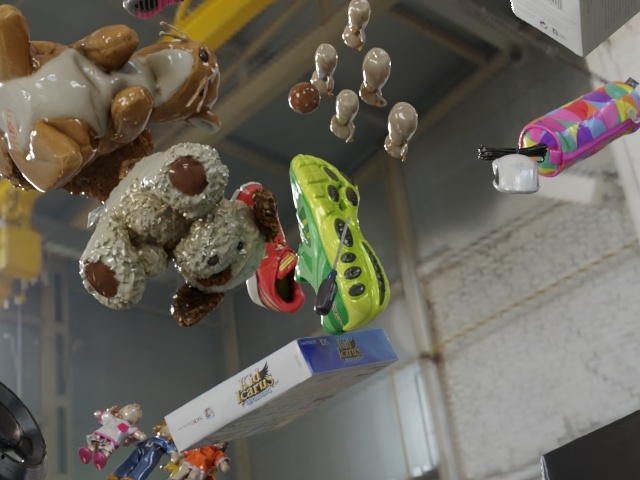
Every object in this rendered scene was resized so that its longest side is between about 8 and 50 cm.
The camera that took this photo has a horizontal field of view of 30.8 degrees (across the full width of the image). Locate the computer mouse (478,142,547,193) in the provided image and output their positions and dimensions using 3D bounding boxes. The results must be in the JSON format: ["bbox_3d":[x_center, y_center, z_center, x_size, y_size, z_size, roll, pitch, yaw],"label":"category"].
[{"bbox_3d":[0.289,-0.113,1.707,0.106,0.193,0.042,3,-71,3],"label":"computer mouse"}]

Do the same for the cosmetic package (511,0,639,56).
[{"bbox_3d":[0.386,-0.399,1.675,0.184,0.151,0.151,-39,-35,-12],"label":"cosmetic package"}]

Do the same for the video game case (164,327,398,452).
[{"bbox_3d":[-0.051,0.211,1.668,0.244,0.061,0.269,-34,-16,24],"label":"video game case"}]

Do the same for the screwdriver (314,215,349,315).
[{"bbox_3d":[0.022,0.030,1.480,0.025,0.170,0.024,28,-43,-5],"label":"screwdriver"}]

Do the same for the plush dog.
[{"bbox_3d":[-0.182,-0.013,1.618,0.225,0.210,0.262,35,-77,-23],"label":"plush dog"}]

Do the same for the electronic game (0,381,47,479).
[{"bbox_3d":[-0.518,0.298,1.851,0.048,0.229,0.229,-38,-36,7],"label":"electronic game"}]

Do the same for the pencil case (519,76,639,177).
[{"bbox_3d":[0.433,-0.185,1.903,0.236,0.104,0.104,-28,-20,-30],"label":"pencil case"}]

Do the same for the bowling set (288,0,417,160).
[{"bbox_3d":[0.033,-0.264,2.021,0.200,0.287,0.154,-15,-18,-9],"label":"bowling set"}]

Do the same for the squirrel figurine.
[{"bbox_3d":[-0.363,-0.226,1.977,0.370,0.281,0.397,-22,-13,-33],"label":"squirrel figurine"}]

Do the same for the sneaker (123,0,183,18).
[{"bbox_3d":[-0.245,-0.358,1.675,0.119,0.057,0.047,-32,-32,-42],"label":"sneaker"}]

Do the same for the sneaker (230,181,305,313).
[{"bbox_3d":[-0.086,0.015,2.176,0.107,0.118,0.279,-36,-54,-30],"label":"sneaker"}]

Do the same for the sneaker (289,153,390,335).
[{"bbox_3d":[0.000,0.000,1.605,0.109,0.295,0.123,17,-47,-36],"label":"sneaker"}]

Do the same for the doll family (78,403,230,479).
[{"bbox_3d":[-0.260,0.361,1.907,0.263,0.163,0.118,15,-55,22],"label":"doll family"}]

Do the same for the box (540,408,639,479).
[{"bbox_3d":[0.616,0.432,1.531,0.480,0.471,0.297,-27,8,11],"label":"box"}]
